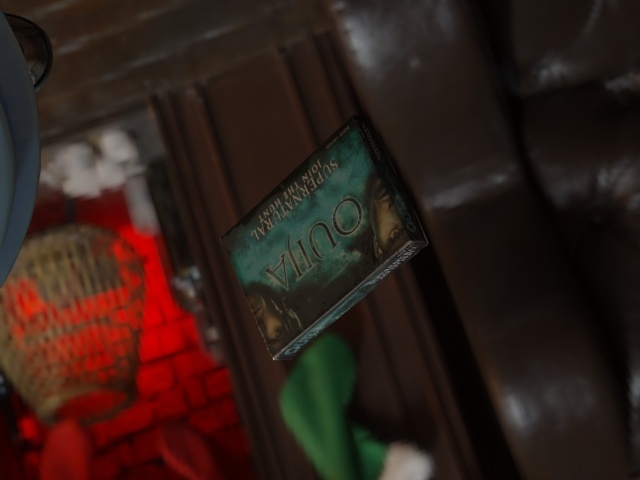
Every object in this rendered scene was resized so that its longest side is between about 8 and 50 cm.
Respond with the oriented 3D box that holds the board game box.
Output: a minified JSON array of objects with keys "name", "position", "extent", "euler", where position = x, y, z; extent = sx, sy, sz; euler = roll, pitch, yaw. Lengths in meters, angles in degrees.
[{"name":"board game box","position":[0.000,0.000,1.452],"extent":[0.026,0.126,0.186],"euler":[2,145,-46]}]

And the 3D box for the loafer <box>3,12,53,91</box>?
[{"name":"loafer","position":[-0.353,-0.157,1.394],"extent":[0.267,0.096,0.084],"euler":[-1,-178,-4]}]

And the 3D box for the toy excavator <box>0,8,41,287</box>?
[{"name":"toy excavator","position":[-0.260,0.045,0.477],"extent":[0.433,0.445,0.222],"euler":[-16,125,-21]}]
